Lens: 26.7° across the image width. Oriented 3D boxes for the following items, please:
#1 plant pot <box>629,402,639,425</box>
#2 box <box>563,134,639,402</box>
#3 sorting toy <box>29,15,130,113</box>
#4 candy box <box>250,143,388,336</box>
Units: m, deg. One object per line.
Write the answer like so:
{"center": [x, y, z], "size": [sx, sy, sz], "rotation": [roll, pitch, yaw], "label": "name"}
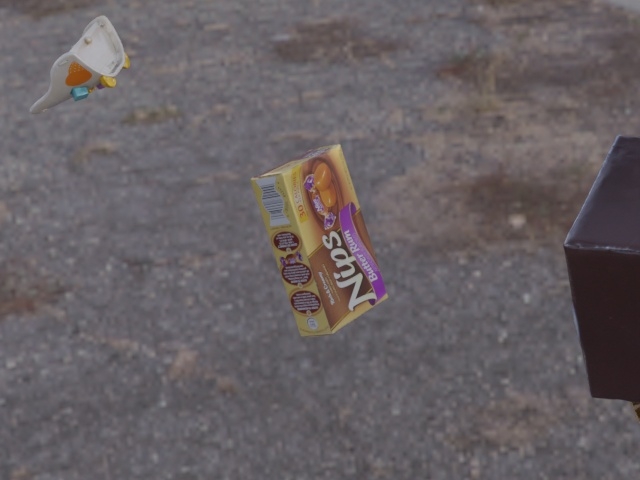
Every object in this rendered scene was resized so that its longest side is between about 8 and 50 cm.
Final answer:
{"center": [0.556, 0.163, 1.766], "size": [0.254, 0.237, 0.237], "rotation": [-21, 21, -11], "label": "plant pot"}
{"center": [0.329, 0.027, 1.109], "size": [0.203, 0.168, 0.167], "rotation": [5, 40, 28], "label": "box"}
{"center": [-0.195, -0.128, 1.061], "size": [0.075, 0.045, 0.083], "rotation": [-32, 19, 24], "label": "sorting toy"}
{"center": [0.000, 0.000, 1.480], "size": [0.053, 0.186, 0.109], "rotation": [-9, 14, 42], "label": "candy box"}
